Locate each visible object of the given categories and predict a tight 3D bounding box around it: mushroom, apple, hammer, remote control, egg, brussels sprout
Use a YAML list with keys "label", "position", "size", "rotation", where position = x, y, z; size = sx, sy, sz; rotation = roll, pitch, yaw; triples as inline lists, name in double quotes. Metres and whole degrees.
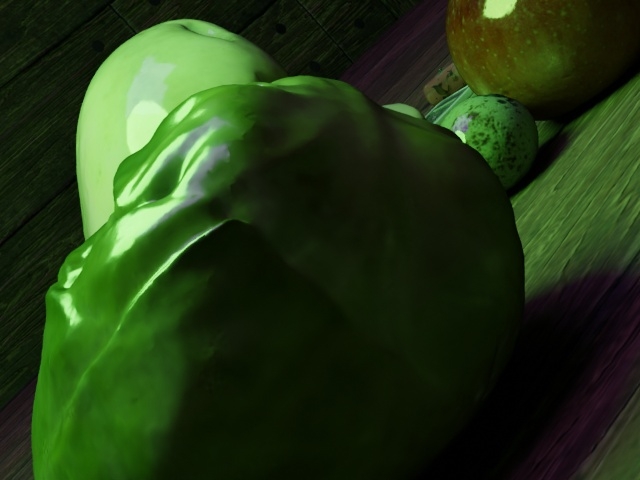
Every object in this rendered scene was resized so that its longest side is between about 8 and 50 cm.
- label: "mushroom"
  position: [-0.097, -0.041, 1.340]
  size: [0.325, 0.353, 0.353]
  rotation: [-10, 30, 47]
- label: "apple"
  position: [0.211, -0.199, 1.232]
  size: [0.201, 0.162, 0.201]
  rotation: [-30, 14, 8]
- label: "hammer"
  position: [0.179, -0.220, 1.916]
  size: [0.083, 0.043, 0.043]
  rotation: [-39, 8, 37]
- label: "remote control"
  position: [0.096, -0.091, 1.645]
  size: [0.250, 0.034, 0.103]
  rotation: [-45, 8, -22]
- label: "egg"
  position: [0.143, -0.083, 1.172]
  size: [0.085, 0.085, 0.110]
  rotation: [-36, 3, 42]
- label: "brussels sprout"
  position: [-0.028, 0.044, 0.771]
  size: [0.328, 0.247, 0.328]
  rotation: [-40, 12, 10]
